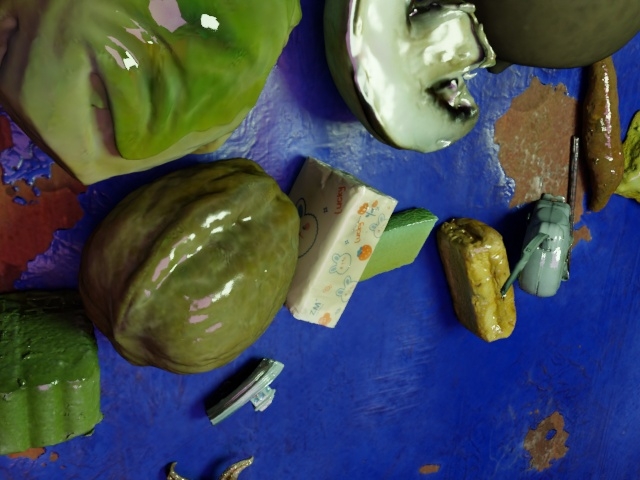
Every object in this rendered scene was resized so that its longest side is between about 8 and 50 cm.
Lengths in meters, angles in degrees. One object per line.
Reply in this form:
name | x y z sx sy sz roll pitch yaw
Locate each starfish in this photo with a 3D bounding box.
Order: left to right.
starfish | -0.168 0.432 1.043 0.237 0.057 0.213 11 113 -24

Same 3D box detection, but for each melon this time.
melon | 0.061 0.032 1.006 0.261 0.053 0.114 -27 137 -9

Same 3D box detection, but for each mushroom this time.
mushroom | 0.090 -0.249 0.827 0.189 0.164 0.267 -40 125 -1

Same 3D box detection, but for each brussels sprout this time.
brussels sprout | -0.170 -0.209 0.653 0.344 0.268 0.344 -22 131 -28

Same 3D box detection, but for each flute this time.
flute | 0.452 -0.058 1.161 0.014 0.014 0.270 -15 116 -19

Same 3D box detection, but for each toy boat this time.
toy boat | -0.111 0.236 0.985 0.140 0.059 0.066 -41 110 -7

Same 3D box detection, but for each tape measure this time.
tape measure | 0.346 0.048 1.010 0.330 0.084 0.164 -47 137 -56

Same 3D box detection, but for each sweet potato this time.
sweet potato | 0.475 -0.182 1.092 0.072 0.066 0.315 -46 128 -43

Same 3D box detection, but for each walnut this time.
walnut | -0.147 0.031 0.781 0.283 0.227 0.283 -51 166 -18

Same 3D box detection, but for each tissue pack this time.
tissue pack | 0.000 0.000 0.887 0.092 0.148 0.196 18 102 -37

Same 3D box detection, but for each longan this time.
longan | 0.315 -0.341 0.854 0.300 0.243 0.300 -12 144 -8

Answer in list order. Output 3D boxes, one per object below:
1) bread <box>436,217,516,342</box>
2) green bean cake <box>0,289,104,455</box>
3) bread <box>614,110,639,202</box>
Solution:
bread | 0.261 0.065 1.065 0.083 0.114 0.211 -27 121 -16
green bean cake | -0.363 0.147 0.742 0.200 0.214 0.113 -5 116 -23
bread | 0.646 -0.130 1.182 0.233 0.088 0.161 14 109 -27
